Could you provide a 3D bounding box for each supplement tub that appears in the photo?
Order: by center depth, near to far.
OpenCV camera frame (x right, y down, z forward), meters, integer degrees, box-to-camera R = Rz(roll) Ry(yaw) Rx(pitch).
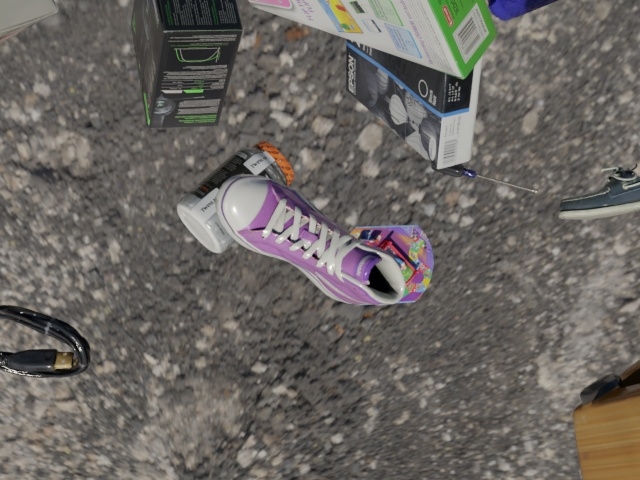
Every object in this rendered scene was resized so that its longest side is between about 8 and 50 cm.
[{"bbox_3d":[-0.142,-0.078,1.728,0.117,0.117,0.190,45,73,6],"label":"supplement tub"}]

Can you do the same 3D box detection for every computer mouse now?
[{"bbox_3d":[-0.272,0.084,0.673,0.242,0.041,0.071,-7,110,9],"label":"computer mouse"}]

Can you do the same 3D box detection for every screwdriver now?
[{"bbox_3d":[0.255,-0.097,1.573,0.170,0.025,0.024,17,75,5],"label":"screwdriver"}]

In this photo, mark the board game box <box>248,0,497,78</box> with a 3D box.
[{"bbox_3d":[0.002,-0.299,1.000,0.316,0.242,0.064,28,75,37],"label":"board game box"}]

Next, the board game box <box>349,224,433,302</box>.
[{"bbox_3d":[0.117,0.042,1.695,0.168,0.033,0.133,-1,94,-16],"label":"board game box"}]

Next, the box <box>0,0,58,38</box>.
[{"bbox_3d":[-0.483,-0.295,1.295,0.148,0.232,0.127,-43,113,-54],"label":"box"}]

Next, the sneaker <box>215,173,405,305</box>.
[{"bbox_3d":[0.001,-0.001,1.352,0.282,0.161,0.102,32,80,-27],"label":"sneaker"}]

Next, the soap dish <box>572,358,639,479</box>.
[{"bbox_3d":[0.259,0.059,0.443,0.229,0.291,0.118,-30,84,-19],"label":"soap dish"}]

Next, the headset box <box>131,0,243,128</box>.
[{"bbox_3d":[-0.237,-0.359,1.717,0.131,0.283,0.246,-5,63,-18],"label":"headset box"}]

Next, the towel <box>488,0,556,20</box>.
[{"bbox_3d":[0.346,-0.339,1.082,0.227,0.308,0.076,-36,106,-50],"label":"towel"}]

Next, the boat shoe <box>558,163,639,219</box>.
[{"bbox_3d":[0.513,-0.087,1.651,0.254,0.095,0.079,-12,88,19],"label":"boat shoe"}]

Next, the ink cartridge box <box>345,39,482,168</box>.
[{"bbox_3d":[0.109,-0.252,1.449,0.065,0.165,0.333,-16,38,-21],"label":"ink cartridge box"}]
